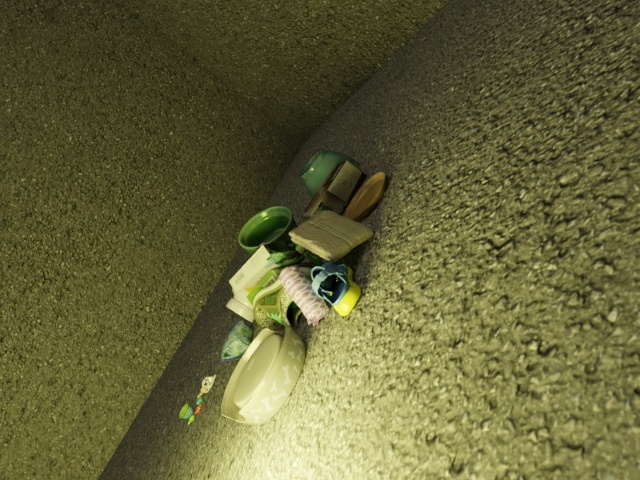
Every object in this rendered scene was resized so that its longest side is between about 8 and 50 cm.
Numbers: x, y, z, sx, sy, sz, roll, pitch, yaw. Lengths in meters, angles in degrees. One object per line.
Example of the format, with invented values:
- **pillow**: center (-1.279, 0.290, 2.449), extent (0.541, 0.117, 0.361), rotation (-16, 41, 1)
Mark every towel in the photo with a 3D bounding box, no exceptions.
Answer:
- **towel**: center (0.031, -0.018, 1.687), extent (0.187, 0.049, 0.282), rotation (-35, 35, -21)

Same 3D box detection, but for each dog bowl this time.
- **dog bowl**: center (-0.177, 0.428, 1.535), extent (0.349, 0.102, 0.349), rotation (-48, 16, 19)

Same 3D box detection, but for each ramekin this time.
- **ramekin**: center (-0.247, -0.019, 2.415), extent (0.303, 0.148, 0.303), rotation (-20, 37, 15)

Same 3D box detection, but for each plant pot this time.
- **plant pot**: center (0.183, -0.165, 1.872), extent (0.236, 0.032, 0.236), rotation (-48, 17, 20)
- **plant pot**: center (0.025, -0.331, 2.382), extent (0.293, 0.196, 0.293), rotation (-49, 17, 20)

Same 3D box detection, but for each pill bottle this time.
- **pill bottle**: center (-0.278, 0.193, 2.171), extent (0.334, 0.188, 0.188), rotation (-58, 16, -11)

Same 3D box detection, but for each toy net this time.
- **toy net**: center (-0.546, 0.701, 2.143), extent (0.232, 0.045, 0.122), rotation (-59, 16, -19)

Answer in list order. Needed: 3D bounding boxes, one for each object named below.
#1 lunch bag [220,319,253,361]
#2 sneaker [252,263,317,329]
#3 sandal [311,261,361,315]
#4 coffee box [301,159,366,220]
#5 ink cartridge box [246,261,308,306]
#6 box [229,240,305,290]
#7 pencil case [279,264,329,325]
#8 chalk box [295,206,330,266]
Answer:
- **lunch bag**: center (-0.372, 0.446, 2.081), extent (0.151, 0.096, 0.129), rotation (-39, 20, 17)
- **sneaker**: center (-0.137, 0.251, 1.748), extent (0.410, 0.158, 0.182), rotation (-51, 36, 45)
- **sandal**: center (0.029, 0.121, 1.521), extent (0.126, 0.138, 0.317), rotation (-55, 14, 2)
- **coffee box**: center (0.057, -0.199, 2.146), extent (0.297, 0.119, 0.168), rotation (-57, 14, -9)
- **ink cartridge box**: center (-0.152, 0.192, 1.991), extent (0.189, 0.097, 0.255), rotation (-46, -19, 29)
- **box**: center (-0.184, 0.092, 1.916), extent (0.232, 0.058, 0.322), rotation (-45, -17, 28)
- **pencil case**: center (-0.055, 0.177, 1.561), extent (0.086, 0.206, 0.088), rotation (-21, -29, -28)
- **chalk box**: center (0.000, 0.000, 1.871), extent (0.132, 0.132, 0.213), rotation (-40, 22, 41)
